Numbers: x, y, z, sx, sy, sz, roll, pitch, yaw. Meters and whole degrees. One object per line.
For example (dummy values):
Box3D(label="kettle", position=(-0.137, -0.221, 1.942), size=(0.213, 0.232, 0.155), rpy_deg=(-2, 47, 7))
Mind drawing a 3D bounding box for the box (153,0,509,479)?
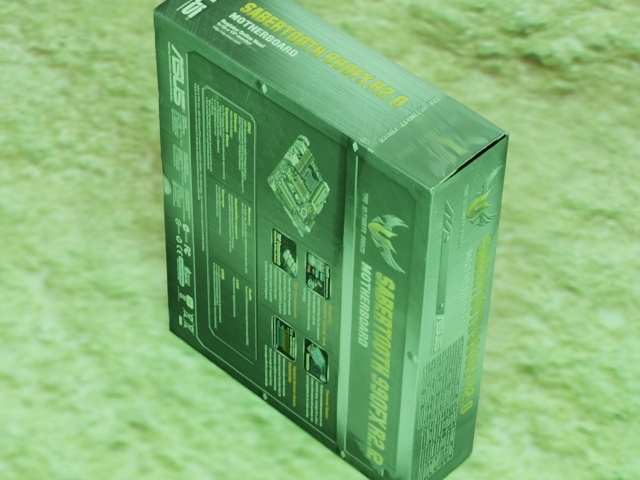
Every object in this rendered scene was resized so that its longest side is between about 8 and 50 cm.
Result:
Box3D(label="box", position=(0.000, 0.000, 0.960), size=(0.183, 0.231, 0.056), rpy_deg=(33, 53, 29))
